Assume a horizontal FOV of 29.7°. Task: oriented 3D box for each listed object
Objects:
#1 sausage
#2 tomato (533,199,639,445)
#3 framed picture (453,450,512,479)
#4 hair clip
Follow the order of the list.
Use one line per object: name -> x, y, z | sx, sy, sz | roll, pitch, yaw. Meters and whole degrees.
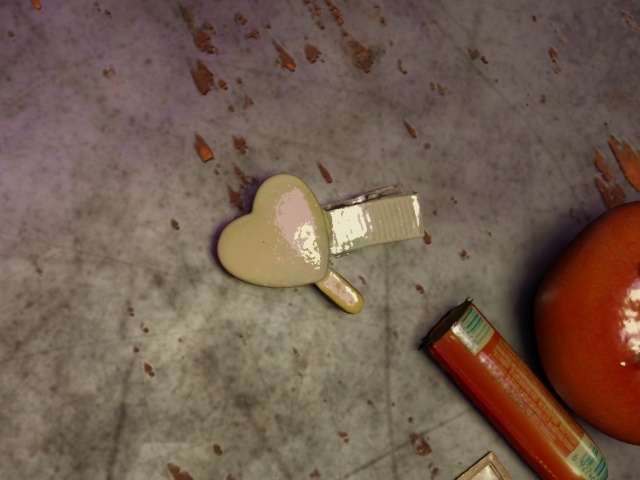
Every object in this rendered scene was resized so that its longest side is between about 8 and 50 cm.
sausage -> 0.216, 0.183, 1.281 | 0.083, 0.083, 0.264 | -43, 96, -16
tomato -> 0.345, 0.084, 1.251 | 0.255, 0.224, 0.256 | 2, 85, -18
framed picture -> 0.187, 0.346, 1.287 | 0.136, 0.010, 0.201 | -35, 92, -15
hair clip -> 0.001, 0.003, 1.258 | 0.218, 0.071, 0.159 | -13, 88, -12
